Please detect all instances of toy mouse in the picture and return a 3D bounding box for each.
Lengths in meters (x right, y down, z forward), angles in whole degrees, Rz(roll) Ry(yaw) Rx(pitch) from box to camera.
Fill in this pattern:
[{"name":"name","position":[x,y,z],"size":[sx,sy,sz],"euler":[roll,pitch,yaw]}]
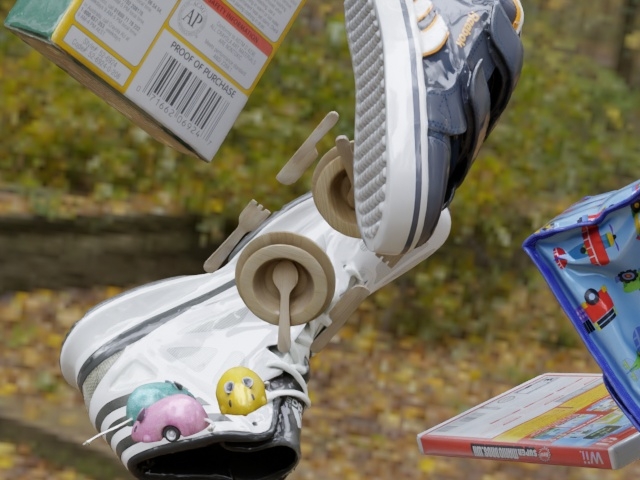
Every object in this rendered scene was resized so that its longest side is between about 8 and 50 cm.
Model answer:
[{"name":"toy mouse","position":[-0.113,0.125,1.308],"size":[0.143,0.031,0.161],"euler":[-12,7,1]}]

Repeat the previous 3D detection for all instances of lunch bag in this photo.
[{"name":"lunch bag","position":[0.319,0.087,1.509],"size":[0.138,0.293,0.221],"euler":[-26,0,22]}]

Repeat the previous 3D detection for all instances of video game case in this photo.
[{"name":"video game case","position":[0.263,0.180,1.764],"size":[0.204,0.025,0.285],"euler":[-20,9,-35]}]

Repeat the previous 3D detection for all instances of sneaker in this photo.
[{"name":"sneaker","position":[0.089,-0.118,1.265],"size":[0.127,0.126,0.321],"euler":[7,47,-9]},{"name":"sneaker","position":[-0.022,0.118,1.787],"size":[0.447,0.169,0.257],"euler":[-27,52,-9]}]

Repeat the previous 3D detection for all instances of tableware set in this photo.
[{"name":"tableware set","position":[0.000,0.000,1.434],"size":[0.128,0.194,0.039],"euler":[37,23,-7]}]

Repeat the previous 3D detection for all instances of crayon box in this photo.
[{"name":"crayon box","position":[-0.095,-0.256,1.456],"size":[0.083,0.323,0.203],"euler":[24,-10,46]}]
